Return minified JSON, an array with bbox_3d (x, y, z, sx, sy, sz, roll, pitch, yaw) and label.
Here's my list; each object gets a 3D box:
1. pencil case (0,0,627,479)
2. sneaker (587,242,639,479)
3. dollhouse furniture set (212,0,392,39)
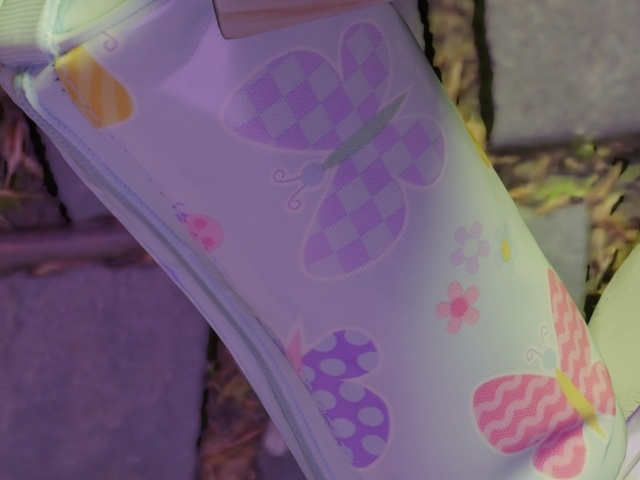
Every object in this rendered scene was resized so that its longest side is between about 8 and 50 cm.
[{"bbox_3d":[0.000,0.000,0.634,0.124,0.113,0.273,-40,120,-15],"label":"pencil case"},{"bbox_3d":[0.119,0.097,0.739,0.094,0.080,0.212,28,108,-36],"label":"sneaker"},{"bbox_3d":[-0.050,-0.226,0.456,0.286,0.198,0.303,-15,119,-5],"label":"dollhouse furniture set"}]
